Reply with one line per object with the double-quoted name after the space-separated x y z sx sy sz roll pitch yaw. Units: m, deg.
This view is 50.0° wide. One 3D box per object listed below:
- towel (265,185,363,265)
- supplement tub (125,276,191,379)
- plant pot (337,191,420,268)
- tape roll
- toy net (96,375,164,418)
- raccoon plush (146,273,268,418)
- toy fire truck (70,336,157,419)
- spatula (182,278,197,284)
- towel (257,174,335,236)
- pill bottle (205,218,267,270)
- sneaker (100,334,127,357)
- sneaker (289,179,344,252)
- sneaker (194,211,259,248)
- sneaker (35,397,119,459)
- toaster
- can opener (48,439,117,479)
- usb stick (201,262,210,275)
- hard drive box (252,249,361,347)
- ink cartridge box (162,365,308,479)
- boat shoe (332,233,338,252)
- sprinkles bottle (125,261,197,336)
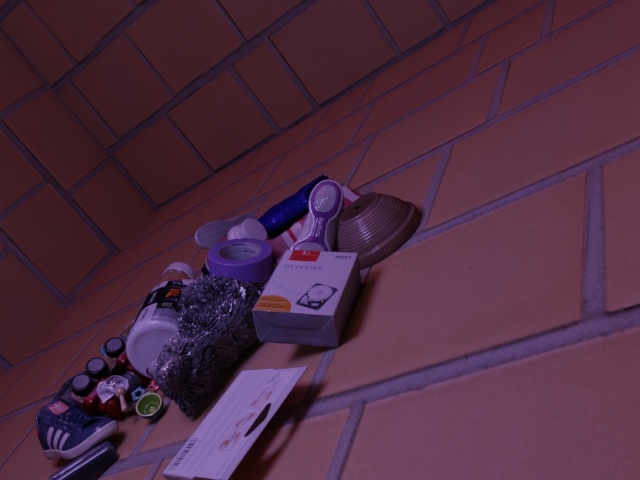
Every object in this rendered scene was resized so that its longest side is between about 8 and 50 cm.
-0.012 -0.042 2.054 0.329 0.037 0.237 -37 23 -4 "towel"
-0.421 0.235 1.941 0.193 0.194 0.316 -34 19 12 "supplement tub"
0.123 -0.042 1.718 0.237 0.110 0.237 -35 18 13 "plant pot"
-0.230 0.066 1.993 0.188 0.080 0.189 -2 23 1 "tape roll"
-0.483 0.384 1.770 0.232 0.045 0.122 13 52 25 "toy net"
-0.207 0.209 1.612 0.446 0.216 0.299 -33 26 15 "raccoon plush"
-0.533 0.396 1.896 0.246 0.159 0.217 21 47 18 "toy fire truck"
-0.273 0.149 1.929 0.241 0.019 0.168 3 17 -8 "spatula"
-0.109 -0.103 2.272 0.308 0.076 0.227 -32 5 31 "towel"
-0.266 0.028 2.196 0.216 0.121 0.121 -43 12 35 "pill bottle"
-0.599 0.351 2.133 0.275 0.110 0.107 -20 25 43 "sneaker"
0.000 0.000 1.804 0.152 0.114 0.305 47 -116 -76 "sneaker"
-0.378 -0.015 2.549 0.169 0.108 0.292 -24 -3 44 "sneaker"
-0.659 0.482 1.804 0.350 0.148 0.131 -24 1 41 "sneaker"
-0.707 0.469 2.050 0.168 0.110 0.186 -29 20 28 "toaster"
-0.610 0.589 1.637 0.280 0.093 0.074 -36 18 -23 "can opener"
-0.308 0.036 2.450 0.278 0.045 0.077 -33 17 15 "usb stick"
-0.024 0.122 1.510 0.181 0.089 0.232 2 32 16 "hard drive box"
-0.150 0.363 1.329 0.238 0.060 0.275 -15 28 48 "ink cartridge box"
0.022 -0.013 1.900 0.050 0.045 0.135 -9 45 28 "boat shoe"
-0.529 0.213 2.318 0.121 0.121 0.355 -29 20 26 "sprinkles bottle"
